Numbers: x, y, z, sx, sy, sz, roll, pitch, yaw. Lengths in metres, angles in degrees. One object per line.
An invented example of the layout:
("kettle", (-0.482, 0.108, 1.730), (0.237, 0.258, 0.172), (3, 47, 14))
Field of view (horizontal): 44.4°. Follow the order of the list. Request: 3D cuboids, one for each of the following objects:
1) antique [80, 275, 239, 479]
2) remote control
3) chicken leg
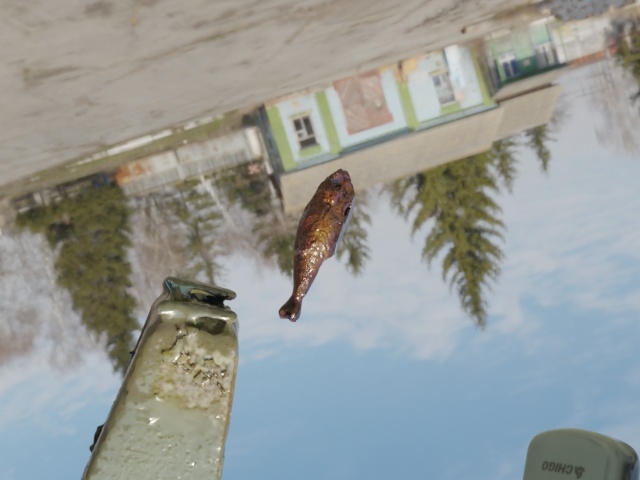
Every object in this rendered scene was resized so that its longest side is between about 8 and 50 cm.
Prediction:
("antique", (-0.143, 0.177, 0.737), (0.150, 0.284, 0.125), (15, 179, -12))
("remote control", (0.240, 0.335, 0.771), (0.056, 0.296, 0.140), (20, 164, -23))
("chicken leg", (0.001, -0.006, 0.907), (0.048, 0.089, 0.219), (10, -135, 11))
